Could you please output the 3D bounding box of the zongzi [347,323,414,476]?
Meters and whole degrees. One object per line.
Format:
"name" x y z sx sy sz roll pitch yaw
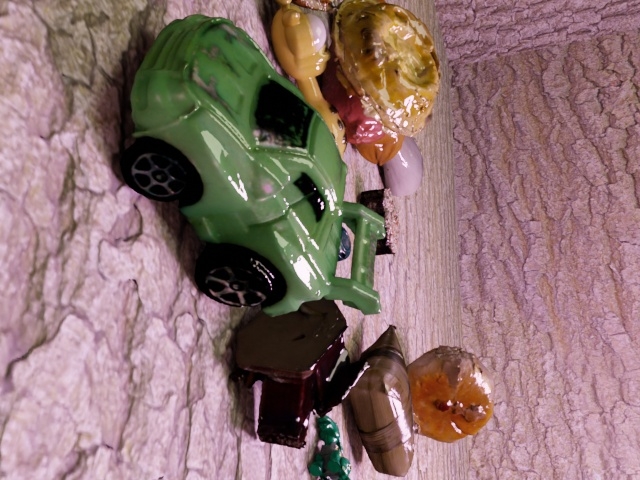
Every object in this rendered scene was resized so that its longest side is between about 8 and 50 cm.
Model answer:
"zongzi" 0.133 0.310 1.150 0.242 0.112 0.221 -46 125 -66

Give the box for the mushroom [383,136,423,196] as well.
"mushroom" 0.178 -0.247 1.478 0.159 0.122 0.328 53 -4 39

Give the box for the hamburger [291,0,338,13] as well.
"hamburger" -0.048 -0.429 0.926 0.176 0.102 0.087 46 73 -31

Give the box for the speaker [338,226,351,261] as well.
"speaker" 0.000 -0.005 0.933 0.094 0.075 0.060 61 29 -29

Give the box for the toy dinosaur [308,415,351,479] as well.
"toy dinosaur" 0.023 0.345 0.924 0.096 0.059 0.132 -67 137 -64

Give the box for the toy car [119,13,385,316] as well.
"toy car" -0.055 -0.067 0.648 0.213 0.176 0.358 -79 153 -42

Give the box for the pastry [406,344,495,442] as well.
"pastry" 0.315 0.390 1.453 0.121 0.236 0.257 -67 145 -69

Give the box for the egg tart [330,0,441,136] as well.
"egg tart" 0.126 -0.310 1.009 0.279 0.095 0.279 24 55 -39

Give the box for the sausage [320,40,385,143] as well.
"sausage" 0.068 -0.294 1.118 0.148 0.148 0.254 49 34 -58

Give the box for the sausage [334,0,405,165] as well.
"sausage" 0.113 -0.338 1.263 0.116 0.134 0.354 -132 -149 -82

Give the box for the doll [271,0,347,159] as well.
"doll" -0.016 -0.255 0.952 0.117 0.086 0.291 -126 -163 -63

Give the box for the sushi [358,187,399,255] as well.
"sushi" 0.133 -0.040 1.307 0.090 0.078 0.150 -29 113 -69

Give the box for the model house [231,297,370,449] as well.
"model house" -0.031 0.171 0.766 0.203 0.141 0.164 -33 137 -46
